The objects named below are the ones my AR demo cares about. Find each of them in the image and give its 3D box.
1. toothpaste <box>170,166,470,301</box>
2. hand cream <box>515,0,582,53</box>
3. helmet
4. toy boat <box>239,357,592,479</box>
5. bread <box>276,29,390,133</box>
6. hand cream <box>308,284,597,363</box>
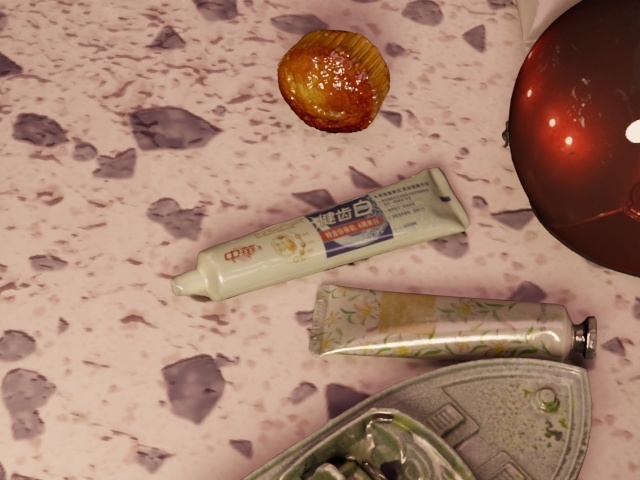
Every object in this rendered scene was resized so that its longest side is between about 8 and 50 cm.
[{"bbox_3d":[0.000,0.000,1.239,0.233,0.038,0.060,-18,57,-24],"label":"toothpaste"},{"bbox_3d":[0.201,-0.276,1.465,0.140,0.089,0.314,-8,55,-11],"label":"hand cream"},{"bbox_3d":[0.234,-0.088,1.252,0.216,0.193,0.189,-22,38,32],"label":"helmet"},{"bbox_3d":[0.052,0.160,1.067,0.319,0.092,0.141,-31,61,-29],"label":"toy boat"},{"bbox_3d":[0.008,-0.116,1.307,0.085,0.085,0.053,24,49,14],"label":"bread"},{"bbox_3d":[0.091,0.059,1.193,0.194,0.042,0.067,4,50,3],"label":"hand cream"}]
